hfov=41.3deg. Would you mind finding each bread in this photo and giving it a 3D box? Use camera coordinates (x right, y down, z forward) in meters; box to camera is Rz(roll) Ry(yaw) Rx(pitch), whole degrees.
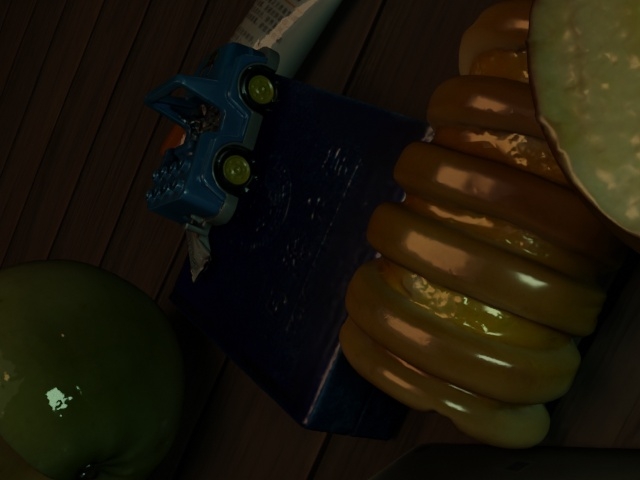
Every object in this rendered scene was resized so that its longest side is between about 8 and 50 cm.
[{"bbox_3d":[0.129,-0.022,0.586,0.173,0.121,0.311,23,95,16],"label":"bread"}]

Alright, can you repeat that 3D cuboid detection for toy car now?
[{"bbox_3d":[-0.112,-0.104,0.795,0.097,0.100,0.191,-10,60,56],"label":"toy car"}]

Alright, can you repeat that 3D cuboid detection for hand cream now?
[{"bbox_3d":[-0.075,-0.213,0.985,0.314,0.089,0.139,-54,42,16],"label":"hand cream"}]

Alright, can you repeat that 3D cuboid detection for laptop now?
[{"bbox_3d":[0.104,0.173,0.539,0.269,0.188,0.015,-14,96,48],"label":"laptop"}]

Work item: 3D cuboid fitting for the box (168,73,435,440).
[{"bbox_3d":[0.000,0.000,0.788,0.279,0.116,0.261,30,99,51],"label":"box"}]

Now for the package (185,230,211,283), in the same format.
[{"bbox_3d":[-0.123,-0.008,0.841,0.037,0.015,0.110,-49,38,31],"label":"package"}]

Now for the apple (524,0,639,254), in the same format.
[{"bbox_3d":[0.267,-0.092,0.438,0.293,0.163,0.251,-16,64,20],"label":"apple"}]

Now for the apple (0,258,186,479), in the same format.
[{"bbox_3d":[-0.293,0.169,0.942,0.292,0.292,0.254,-52,51,25],"label":"apple"}]
